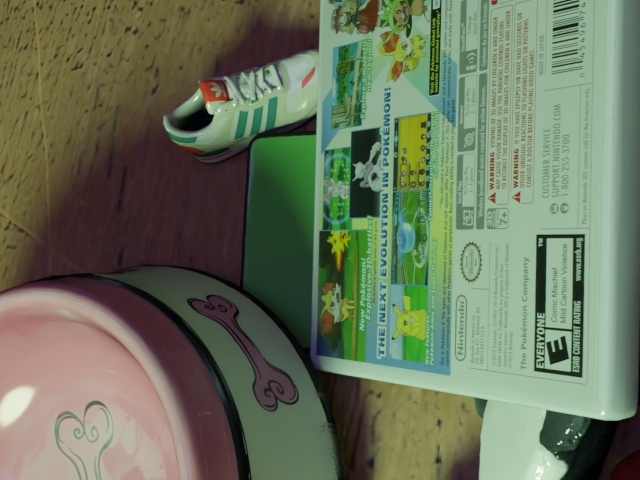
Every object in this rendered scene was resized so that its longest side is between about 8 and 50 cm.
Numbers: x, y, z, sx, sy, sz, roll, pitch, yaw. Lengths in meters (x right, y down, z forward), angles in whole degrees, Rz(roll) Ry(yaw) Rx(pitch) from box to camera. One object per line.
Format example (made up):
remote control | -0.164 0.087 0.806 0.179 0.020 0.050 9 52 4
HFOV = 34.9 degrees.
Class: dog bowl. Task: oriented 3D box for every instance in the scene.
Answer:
dog bowl | -0.191 0.210 0.811 0.408 0.150 0.408 -7 76 30

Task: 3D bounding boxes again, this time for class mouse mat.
mouse mat | 0.000 0.000 0.857 0.152 0.007 0.190 0 85 26

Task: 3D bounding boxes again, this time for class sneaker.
sneaker | -0.065 -0.122 0.889 0.161 0.075 0.057 -26 68 19

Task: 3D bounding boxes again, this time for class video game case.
video game case | 0.094 -0.059 0.711 0.300 0.036 0.329 0 88 54

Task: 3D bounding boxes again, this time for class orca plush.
orca plush | 0.186 0.082 0.732 0.151 0.102 0.287 139 141 -63

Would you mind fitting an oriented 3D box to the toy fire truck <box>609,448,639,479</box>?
toy fire truck | 0.246 0.177 0.558 0.254 0.302 0.169 -19 109 21
